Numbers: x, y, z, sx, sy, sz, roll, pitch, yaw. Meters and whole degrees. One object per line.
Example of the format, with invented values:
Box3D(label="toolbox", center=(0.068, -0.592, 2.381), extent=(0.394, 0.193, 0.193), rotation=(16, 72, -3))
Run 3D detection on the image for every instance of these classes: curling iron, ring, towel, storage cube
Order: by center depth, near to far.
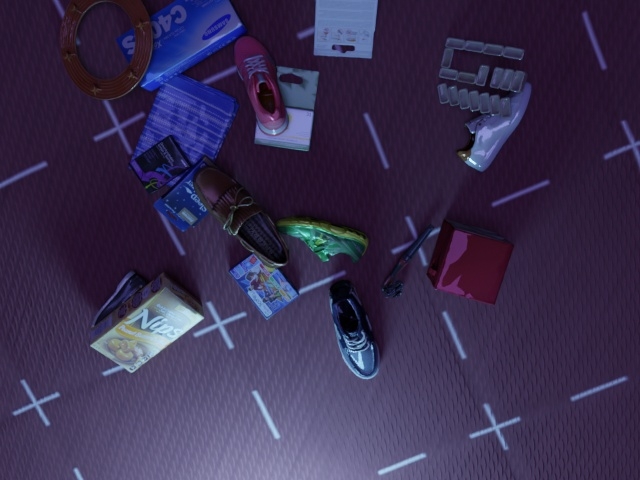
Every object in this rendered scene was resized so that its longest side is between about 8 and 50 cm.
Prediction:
Box3D(label="ring", center=(-0.629, -0.578, 1.811), extent=(0.336, 0.032, 0.337), rotation=(3, 98, 21))
Box3D(label="storage cube", center=(0.451, 0.061, 1.908), extent=(0.214, 0.184, 0.193), rotation=(15, 101, -1))
Box3D(label="towel", center=(-0.419, -0.323, 1.918), extent=(0.243, 0.040, 0.336), rotation=(25, 102, -3))
Box3D(label="curling iron", center=(0.280, 0.067, 1.989), extent=(0.068, 0.035, 0.274), rotation=(27, 102, -9))

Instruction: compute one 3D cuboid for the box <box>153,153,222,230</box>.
Box3D(label="box", center=(-0.386, -0.138, 1.924), extent=(0.225, 0.036, 0.136), rotation=(-43, 119, 3))

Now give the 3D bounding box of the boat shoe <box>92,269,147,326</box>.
Box3D(label="boat shoe", center=(-0.647, 0.204, 2.017), extent=(0.068, 0.081, 0.228), rotation=(37, 98, -2))

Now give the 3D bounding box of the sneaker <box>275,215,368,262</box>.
Box3D(label="sneaker", center=(0.000, 0.000, 1.942), extent=(0.295, 0.109, 0.124), rotation=(15, 98, -2))

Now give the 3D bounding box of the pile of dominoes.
Box3D(label="pile of dominoes", center=(0.468, -0.474, 1.832), extent=(0.251, 0.040, 0.196), rotation=(20, 106, 27))

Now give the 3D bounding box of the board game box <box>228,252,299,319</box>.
Box3D(label="board game box", center=(-0.181, 0.135, 2.014), extent=(0.136, 0.035, 0.201), rotation=(-35, 99, 8))

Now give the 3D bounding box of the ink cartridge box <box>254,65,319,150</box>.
Box3D(label="ink cartridge box", center=(-0.101, -0.399, 1.886), extent=(0.171, 0.056, 0.235), rotation=(8, 105, 0))

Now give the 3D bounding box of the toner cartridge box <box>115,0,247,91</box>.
Box3D(label="toner cartridge box", center=(-0.403, -0.596, 1.822), extent=(0.347, 0.075, 0.165), rotation=(-30, 89, 7))

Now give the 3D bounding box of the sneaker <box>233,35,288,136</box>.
Box3D(label="sneaker", center=(-0.166, -0.463, 1.801), extent=(0.115, 0.136, 0.314), rotation=(-20, 82, -5))

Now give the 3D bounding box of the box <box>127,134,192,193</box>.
Box3D(label="box", center=(-0.490, -0.231, 1.917), extent=(0.162, 0.029, 0.116), rotation=(-32, 99, 10))

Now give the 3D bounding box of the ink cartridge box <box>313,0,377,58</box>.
Box3D(label="ink cartridge box", center=(0.073, -0.657, 1.837), extent=(0.180, 0.056, 0.225), rotation=(3, 121, 0))

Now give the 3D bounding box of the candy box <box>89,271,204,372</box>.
Box3D(label="candy box", center=(-0.550, 0.264, 1.992), extent=(0.316, 0.088, 0.183), rotation=(-37, 126, 9))

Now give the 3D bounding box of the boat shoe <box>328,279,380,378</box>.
Box3D(label="boat shoe", center=(0.104, 0.306, 1.982), extent=(0.127, 0.158, 0.341), rotation=(-20, 101, 6))

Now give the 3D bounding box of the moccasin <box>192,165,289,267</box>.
Box3D(label="moccasin", center=(-0.234, -0.066, 1.876), extent=(0.139, 0.147, 0.380), rotation=(-38, 102, -12))

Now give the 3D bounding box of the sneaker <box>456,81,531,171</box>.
Box3D(label="sneaker", center=(0.508, -0.354, 1.853), extent=(0.123, 0.106, 0.290), rotation=(28, 103, -7))
